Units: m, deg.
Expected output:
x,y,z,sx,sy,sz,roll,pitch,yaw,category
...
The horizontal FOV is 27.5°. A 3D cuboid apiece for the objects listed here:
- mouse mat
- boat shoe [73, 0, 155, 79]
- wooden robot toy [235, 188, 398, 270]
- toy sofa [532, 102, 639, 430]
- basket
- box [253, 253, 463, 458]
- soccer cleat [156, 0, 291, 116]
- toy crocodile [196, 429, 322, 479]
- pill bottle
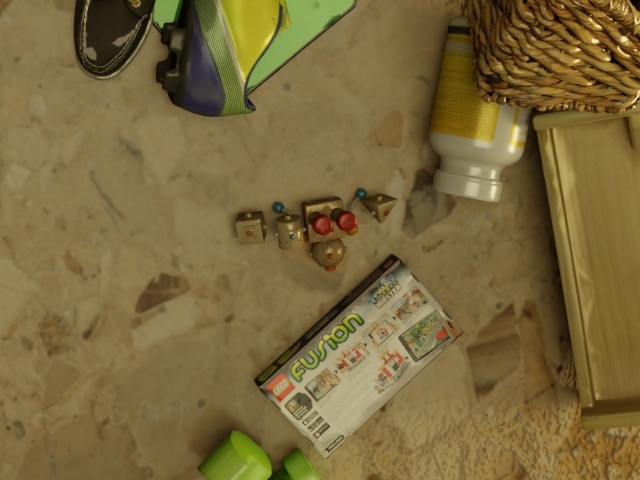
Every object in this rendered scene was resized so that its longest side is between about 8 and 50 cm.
x,y,z,sx,sy,sz,roll,pitch,yaw,category
-0.074,-0.250,1.360,0.189,0.007,0.152,-40,103,-4,mouse mat
-0.193,-0.271,1.299,0.081,0.069,0.228,19,94,-7,boat shoe
0.000,0.000,1.381,0.173,0.076,0.079,-10,111,-9,wooden robot toy
0.334,0.011,1.423,0.150,0.177,0.363,-9,101,15,toy sofa
0.264,-0.298,1.250,0.213,0.223,0.299,4,62,-12,basket
0.042,0.126,1.421,0.207,0.036,0.114,-42,103,-3,box
-0.079,-0.262,1.298,0.121,0.093,0.289,10,108,-19,soccer cleat
-0.011,0.343,1.405,0.115,0.105,0.340,-33,103,-5,toy crocodile
0.170,-0.137,1.375,0.103,0.103,0.184,9,96,-12,pill bottle
